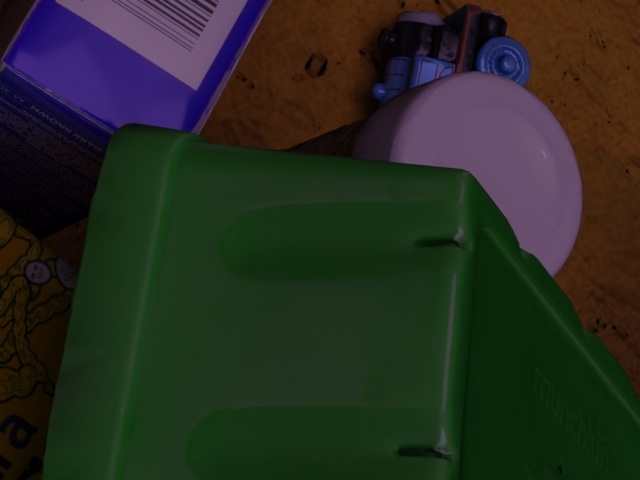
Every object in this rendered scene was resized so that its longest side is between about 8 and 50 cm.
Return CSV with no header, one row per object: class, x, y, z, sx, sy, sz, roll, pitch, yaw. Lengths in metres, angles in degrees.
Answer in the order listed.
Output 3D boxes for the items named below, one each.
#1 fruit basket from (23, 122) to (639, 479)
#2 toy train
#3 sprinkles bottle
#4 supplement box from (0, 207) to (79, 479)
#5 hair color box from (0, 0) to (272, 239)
fruit basket,-0.043,0.147,0.871,0.392,0.392,0.283,21,58,-22
toy train,0.081,-0.079,1.245,0.105,0.080,0.184,13,82,-17
sprinkles bottle,0.000,0.000,1.043,0.121,0.355,0.121,6,77,-30
supplement box,-0.168,0.141,1.053,0.356,0.195,0.194,40,72,-17
hair color box,-0.124,-0.115,1.007,0.110,0.339,0.185,33,75,-16
